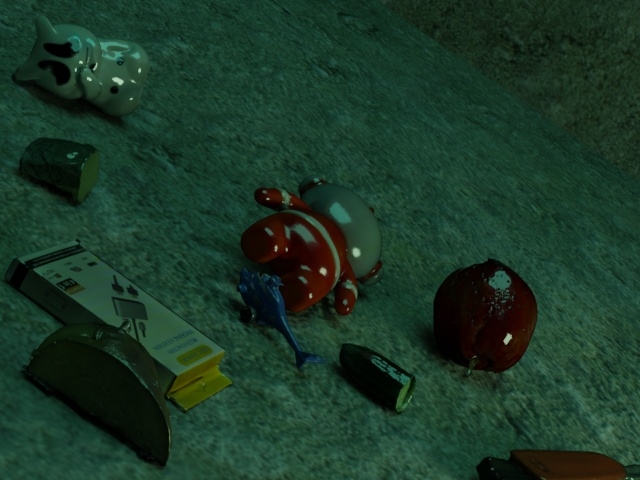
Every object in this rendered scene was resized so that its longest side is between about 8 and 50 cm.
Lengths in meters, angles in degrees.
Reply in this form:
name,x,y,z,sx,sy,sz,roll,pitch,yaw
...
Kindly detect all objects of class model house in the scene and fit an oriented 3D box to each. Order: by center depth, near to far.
name,x,y,z,sx,sy,sz,roll,pitch,yaw
model house,-0.323,-0.091,1.991,0.083,0.066,0.079,14,29,5

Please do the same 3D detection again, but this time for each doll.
name,x,y,z,sx,sy,sz,roll,pitch,yaw
doll,0.000,0.000,2.133,0.200,0.105,0.336,53,25,2
doll,-0.326,-0.243,2.267,0.181,0.110,0.107,15,5,-46

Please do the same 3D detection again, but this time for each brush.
name,x,y,z,sx,sy,sz,roll,pitch,yaw
brush,0.306,0.293,1.956,0.323,0.051,0.070,8,23,-42

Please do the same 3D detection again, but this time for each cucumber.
name,x,y,z,sx,sy,sz,roll,pitch,yaw
cucumber,0.063,0.160,1.930,0.105,0.048,0.048,33,19,15

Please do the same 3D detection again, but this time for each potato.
name,x,y,z,sx,sy,sz,roll,pitch,yaw
potato,-0.188,0.129,1.570,0.172,0.089,0.100,33,17,11

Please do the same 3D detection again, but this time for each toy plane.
name,x,y,z,sx,sy,sz,roll,pitch,yaw
toy plane,-0.051,0.090,1.920,0.054,0.062,0.167,8,39,-49

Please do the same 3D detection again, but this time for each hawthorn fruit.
name,x,y,z,sx,sy,sz,roll,pitch,yaw
hawthorn fruit,0.218,0.115,2.161,0.148,0.148,0.172,25,47,-16

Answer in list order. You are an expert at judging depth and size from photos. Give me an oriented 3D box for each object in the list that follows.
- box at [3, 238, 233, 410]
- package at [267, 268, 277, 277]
name,x,y,z,sx,sy,sz,roll,pitch,yaw
box,-0.209,0.086,1.733,0.247,0.033,0.129,34,19,12
package,-0.052,0.034,2.121,0.037,0.015,0.110,32,20,-12
